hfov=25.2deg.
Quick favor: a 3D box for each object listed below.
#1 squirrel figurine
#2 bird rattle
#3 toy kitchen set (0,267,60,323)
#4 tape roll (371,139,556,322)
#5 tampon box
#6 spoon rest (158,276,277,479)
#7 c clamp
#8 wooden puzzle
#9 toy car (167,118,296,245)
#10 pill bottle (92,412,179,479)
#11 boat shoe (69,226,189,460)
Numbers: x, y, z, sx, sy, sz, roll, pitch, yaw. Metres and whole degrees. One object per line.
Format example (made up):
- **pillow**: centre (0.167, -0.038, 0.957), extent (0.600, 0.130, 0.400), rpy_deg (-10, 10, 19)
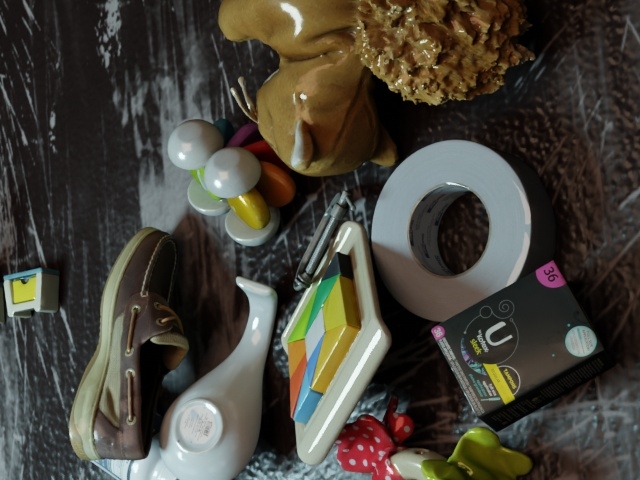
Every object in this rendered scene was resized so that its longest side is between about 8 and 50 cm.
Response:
- **squirrel figurine**: centre (0.046, -0.260, 1.725), extent (0.397, 0.281, 0.371), rpy_deg (5, 94, 38)
- **bird rattle**: centre (0.115, 0.307, 1.698), extent (0.253, 0.143, 0.207), rpy_deg (5, 104, 38)
- **toy kitchen set**: centre (-0.517, 0.053, 2.115), extent (0.166, 0.207, 0.122), rpy_deg (-12, 79, 33)
- **tape roll**: centre (0.171, -0.009, 1.721), extent (0.219, 0.072, 0.219), rpy_deg (-4, 83, 34)
- **tampon box**: centre (0.231, 0.121, 1.619), extent (0.161, 0.101, 0.120), rpy_deg (-31, 67, 8)
- **spoon rest**: centre (-0.121, 0.190, 1.877), extent (0.137, 0.084, 0.276), rpy_deg (19, 84, 23)
- **c clamp**: centre (0.000, 0.000, 1.820), extent (0.022, 0.137, 0.161), rpy_deg (24, 108, -10)
- **wooden puzzle**: centre (0.008, 0.120, 1.750), extent (0.221, 0.044, 0.239), rpy_deg (-62, 23, 28)
- **toy car**: centre (-0.107, -0.096, 1.899), extent (0.136, 0.159, 0.182), rpy_deg (-43, 56, -16)
- **pill bottle**: centre (-0.237, 0.291, 1.952), extent (0.180, 0.108, 0.108), rpy_deg (28, 101, 33)
- **boat shoe**: centre (-0.231, 0.138, 1.924), extent (0.123, 0.123, 0.342), rpy_deg (2, 57, 20)
